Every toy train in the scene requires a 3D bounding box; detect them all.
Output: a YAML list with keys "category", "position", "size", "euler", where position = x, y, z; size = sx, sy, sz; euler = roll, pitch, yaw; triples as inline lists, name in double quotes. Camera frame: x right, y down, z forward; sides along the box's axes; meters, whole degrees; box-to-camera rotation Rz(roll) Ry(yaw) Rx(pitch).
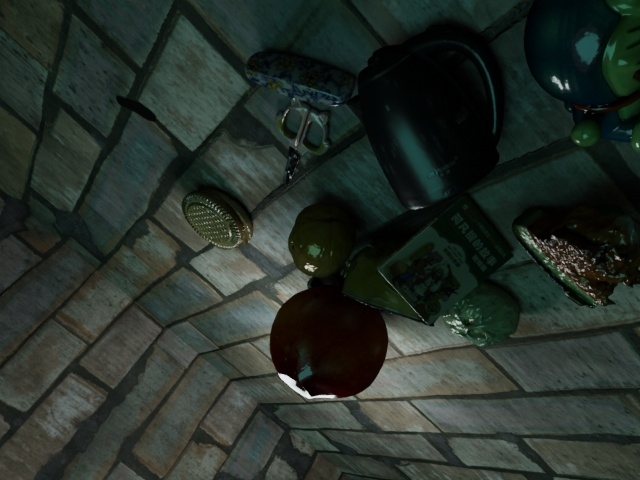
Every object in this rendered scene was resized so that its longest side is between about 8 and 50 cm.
- category: "toy train"
  position: [-0.007, 0.201, 1.754]
  size: [0.047, 0.043, 0.207]
  euler: [15, 141, 33]

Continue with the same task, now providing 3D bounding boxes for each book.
- category: "book"
  position: [0.294, 0.050, 1.175]
  size: [0.202, 0.264, 0.027]
  euler: [47, -173, -16]

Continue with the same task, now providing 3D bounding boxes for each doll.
- category: "doll"
  position: [0.406, -0.266, 0.717]
  size: [0.186, 0.198, 0.322]
  euler: [16, 153, 46]

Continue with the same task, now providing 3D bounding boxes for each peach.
- category: "peach"
  position: [0.021, 0.324, 1.575]
  size: [0.389, 0.388, 0.388]
  euler: [22, 144, 17]

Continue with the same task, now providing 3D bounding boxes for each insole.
- category: "insole"
  position: [-0.563, -0.403, 1.522]
  size: [0.153, 0.002, 0.053]
  euler: [25, 145, 13]

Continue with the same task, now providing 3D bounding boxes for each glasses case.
- category: "glasses case"
  position: [-0.047, -0.352, 1.080]
  size: [0.248, 0.086, 0.065]
  euler: [23, 148, 16]

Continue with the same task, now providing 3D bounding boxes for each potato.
- category: "potato"
  position: [0.218, 0.104, 1.339]
  size: [0.300, 0.196, 0.247]
  euler: [24, 177, -40]

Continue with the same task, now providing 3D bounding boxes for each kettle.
- category: "kettle"
  position: [0.207, -0.245, 0.937]
  size: [0.269, 0.207, 0.290]
  euler: [-26, 108, 20]

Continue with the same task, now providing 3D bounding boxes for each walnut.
- category: "walnut"
  position: [0.000, 0.000, 1.379]
  size: [0.193, 0.193, 0.225]
  euler: [36, 152, -1]

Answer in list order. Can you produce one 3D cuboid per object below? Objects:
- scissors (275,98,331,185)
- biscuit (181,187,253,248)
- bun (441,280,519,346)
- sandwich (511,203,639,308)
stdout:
- category: "scissors"
  position: [-0.060, -0.236, 1.285]
  size: [0.160, 0.024, 0.317]
  euler: [32, 146, 4]
- category: "biscuit"
  position: [-0.346, -0.071, 1.677]
  size: [0.259, 0.079, 0.259]
  euler: [22, 142, 18]
- category: "bun"
  position: [0.420, 0.207, 1.336]
  size: [0.204, 0.126, 0.212]
  euler: [33, 147, 6]
- category: "sandwich"
  position: [0.530, -0.002, 0.961]
  size: [0.250, 0.162, 0.301]
  euler: [44, 177, 7]
